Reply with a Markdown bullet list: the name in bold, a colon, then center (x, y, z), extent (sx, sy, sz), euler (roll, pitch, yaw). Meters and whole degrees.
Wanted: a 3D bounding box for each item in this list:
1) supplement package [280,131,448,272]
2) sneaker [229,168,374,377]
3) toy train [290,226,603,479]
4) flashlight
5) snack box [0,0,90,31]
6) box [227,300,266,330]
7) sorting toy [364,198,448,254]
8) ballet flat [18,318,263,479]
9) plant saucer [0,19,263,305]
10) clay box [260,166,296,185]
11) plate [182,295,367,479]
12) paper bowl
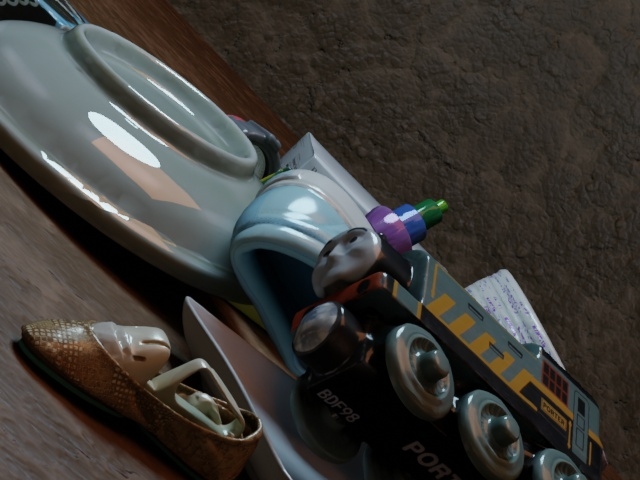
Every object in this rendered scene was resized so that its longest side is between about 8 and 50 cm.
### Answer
- **supplement package**: center (0.029, 0.017, 2.328), extent (0.262, 0.145, 0.204), euler (44, 6, -9)
- **sneaker**: center (0.039, 0.116, 1.643), extent (0.366, 0.135, 0.150), euler (49, 34, -4)
- **toy train**: center (0.105, 0.132, 1.509), extent (0.334, 0.142, 0.190), euler (42, 36, -27)
- **flashlight**: center (-0.153, -0.121, 2.092), extent (0.103, 0.103, 0.304), euler (43, -6, -38)
- **snack box**: center (-0.401, -0.336, 2.147), extent (0.322, 0.060, 0.187), euler (46, 6, 2)
- **box**: center (-0.033, 0.070, 1.980), extent (0.232, 0.058, 0.087), euler (41, 7, -38)
- **sorting toy**: center (0.151, 0.116, 1.963), extent (0.127, 0.126, 0.365), euler (4, -61, 60)
- **ballet flat**: center (-0.114, 0.095, 1.269), extent (0.206, 0.067, 0.073), euler (40, 10, -40)
- **plant saucer**: center (-0.169, -0.101, 1.755), extent (0.400, 0.100, 0.400), euler (37, 12, -9)
- **clay box**: center (0.000, 0.000, 1.985), extent (0.127, 0.053, 0.222), euler (65, 11, 10)
- **plate**: center (0.004, 0.194, 1.513), extent (0.277, 0.045, 0.278), euler (43, 7, -35)
- **paper bowl**: center (0.235, 0.190, 2.358), extent (0.284, 0.148, 0.284), euler (64, 3, -6)
